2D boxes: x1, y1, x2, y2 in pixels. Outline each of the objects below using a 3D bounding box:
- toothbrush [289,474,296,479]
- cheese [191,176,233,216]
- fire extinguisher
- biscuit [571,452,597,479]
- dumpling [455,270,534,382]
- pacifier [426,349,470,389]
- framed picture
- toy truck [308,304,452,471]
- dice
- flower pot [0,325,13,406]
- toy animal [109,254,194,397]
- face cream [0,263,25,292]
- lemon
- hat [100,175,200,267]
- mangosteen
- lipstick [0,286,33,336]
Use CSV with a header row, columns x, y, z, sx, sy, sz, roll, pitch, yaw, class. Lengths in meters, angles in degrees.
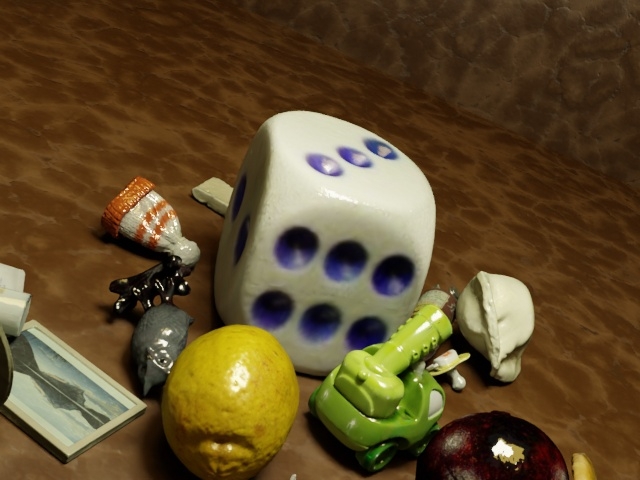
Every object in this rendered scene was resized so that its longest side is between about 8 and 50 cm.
x,y,z,sx,sy,sz,roll,pitch,yaw,class
-0.048,0.314,1.122,0.006,0.008,0.097,16,24,14,toothbrush
-0.060,-0.004,1.688,0.400,0.034,0.085,33,30,15,cheese
0.201,0.145,1.615,0.075,0.106,0.252,-8,14,23,fire extinguisher
0.335,0.361,1.134,0.041,0.260,0.203,-4,49,19,biscuit
0.310,0.156,1.590,0.252,0.131,0.179,43,36,-65,dumpling
0.211,0.215,1.499,0.083,0.068,0.064,-24,86,-36,pacifier
-0.333,0.178,1.128,0.203,0.015,0.150,33,27,17,framed picture
0.088,0.200,1.256,0.187,0.210,0.148,-23,50,-34,toy truck
0.000,0.000,1.419,0.277,0.304,0.304,16,27,-17,dice
-0.449,0.139,0.916,0.212,0.212,0.202,29,36,10,flower pot
-0.221,0.136,1.261,0.117,0.121,0.210,61,14,-48,toy animal
-0.502,0.036,1.219,0.224,0.070,0.114,26,23,-26,face cream
-0.108,0.195,1.113,0.170,0.170,0.207,24,27,-1,lemon
-0.262,-0.017,1.481,0.162,0.093,0.112,34,53,5,hat
0.213,0.315,1.150,0.210,0.209,0.210,20,26,-10,mangosteen
-0.496,0.062,1.141,0.264,0.059,0.059,16,27,-9,lipstick
